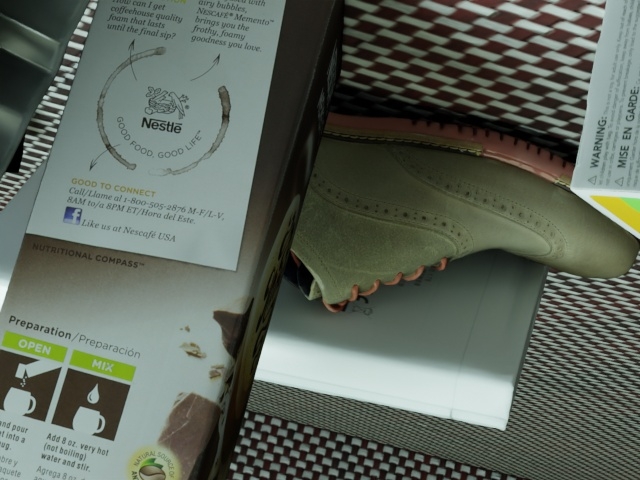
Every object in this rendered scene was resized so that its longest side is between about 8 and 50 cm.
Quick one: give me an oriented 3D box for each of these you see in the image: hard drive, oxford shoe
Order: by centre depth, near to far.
[{"bbox_3d":[0.038,-0.012,1.125,0.348,0.130,0.123,14,168,-9],"label":"oxford shoe"},{"bbox_3d":[-0.031,0.014,1.196,0.353,0.047,0.233,11,-150,9],"label":"hard drive"}]

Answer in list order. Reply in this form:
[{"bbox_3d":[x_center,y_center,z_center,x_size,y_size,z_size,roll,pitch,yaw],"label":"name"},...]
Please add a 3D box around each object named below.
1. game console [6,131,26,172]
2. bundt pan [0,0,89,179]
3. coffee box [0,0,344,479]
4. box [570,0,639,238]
[{"bbox_3d":[-0.313,-0.118,1.208,0.213,0.044,0.361,13,168,-3],"label":"game console"},{"bbox_3d":[-0.204,-0.060,0.729,0.124,0.331,0.331,29,168,-3],"label":"bundt pan"},{"bbox_3d":[-0.081,0.010,0.934,0.118,0.297,0.168,15,170,4],"label":"coffee box"},{"bbox_3d":[0.210,-0.043,0.830,0.103,0.114,0.203,5,168,33],"label":"box"}]
